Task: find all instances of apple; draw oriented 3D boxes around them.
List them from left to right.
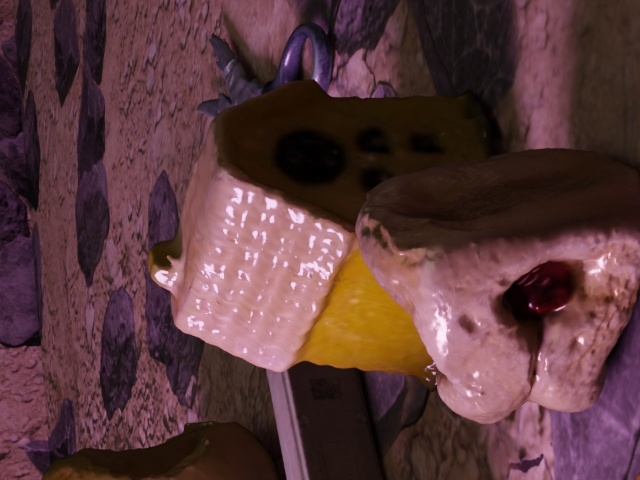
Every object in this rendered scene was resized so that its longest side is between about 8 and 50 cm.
[{"bbox_3d":[-0.166,0.312,1.426,0.279,0.279,0.279,-179,90,-69],"label":"apple"}]

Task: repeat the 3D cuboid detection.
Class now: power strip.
[{"bbox_3d":[0.006,0.179,1.199,0.052,0.078,0.272,117,146,-53],"label":"power strip"}]

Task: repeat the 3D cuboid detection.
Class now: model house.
[{"bbox_3d":[0.000,0.000,1.007,0.193,0.234,0.175,113,150,-49],"label":"model house"}]

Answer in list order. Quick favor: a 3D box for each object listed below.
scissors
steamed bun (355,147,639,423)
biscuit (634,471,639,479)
[{"bbox_3d":[-0.075,-0.137,1.488,0.383,0.029,0.256,-139,52,-61],"label":"scissors"},{"bbox_3d":[0.118,0.038,0.833,0.141,0.172,0.155,-112,11,-68],"label":"steamed bun"},{"bbox_3d":[0.223,0.300,0.649,0.385,0.062,0.365,-123,41,-55],"label":"biscuit"}]
